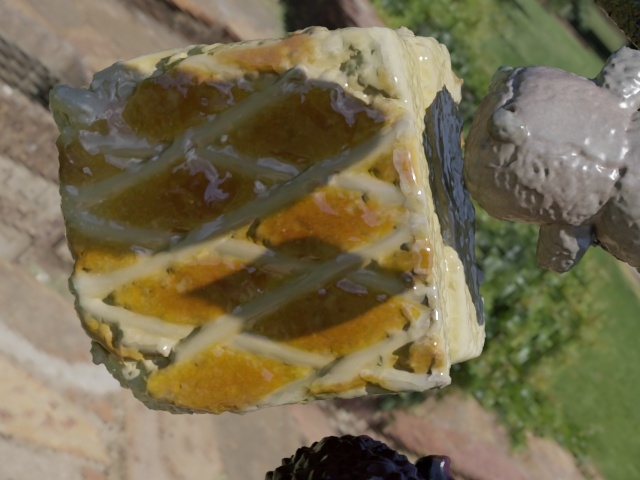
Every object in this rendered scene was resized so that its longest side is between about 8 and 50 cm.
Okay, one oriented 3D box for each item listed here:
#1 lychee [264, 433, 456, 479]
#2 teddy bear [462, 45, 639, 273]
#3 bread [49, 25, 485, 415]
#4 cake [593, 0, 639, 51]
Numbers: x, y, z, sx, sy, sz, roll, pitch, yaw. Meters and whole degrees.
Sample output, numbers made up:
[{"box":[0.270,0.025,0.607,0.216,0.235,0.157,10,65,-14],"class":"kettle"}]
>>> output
[{"box":[0.039,0.366,1.571,0.306,0.330,0.306,43,-6,6],"class":"lychee"},{"box":[0.275,-0.076,1.441,0.267,0.236,0.151,15,8,-4],"class":"teddy bear"},{"box":[-0.041,-0.025,1.507,0.279,0.390,0.371,-36,120,-78],"class":"bread"},{"box":[0.428,-0.251,1.850,0.246,0.135,0.112,20,2,36],"class":"cake"}]
